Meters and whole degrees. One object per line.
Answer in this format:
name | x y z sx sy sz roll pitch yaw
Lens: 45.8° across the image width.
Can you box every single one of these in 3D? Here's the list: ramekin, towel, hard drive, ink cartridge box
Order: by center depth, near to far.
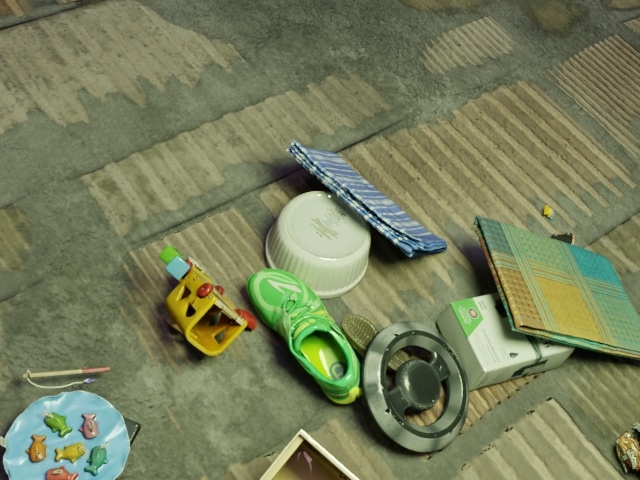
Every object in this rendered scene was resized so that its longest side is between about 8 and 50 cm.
hard drive | -0.368 0.309 1.202 0.135 0.022 0.094 22 52 3
ink cartridge box | 0.350 0.180 1.433 0.208 0.087 0.153 -10 57 -22
ramekin | 0.000 0.000 1.467 0.207 0.109 0.207 6 53 -9
towel | 0.473 0.097 1.470 0.370 0.040 0.271 15 43 -27
towel | 0.103 -0.086 1.514 0.336 0.040 0.243 42 16 17

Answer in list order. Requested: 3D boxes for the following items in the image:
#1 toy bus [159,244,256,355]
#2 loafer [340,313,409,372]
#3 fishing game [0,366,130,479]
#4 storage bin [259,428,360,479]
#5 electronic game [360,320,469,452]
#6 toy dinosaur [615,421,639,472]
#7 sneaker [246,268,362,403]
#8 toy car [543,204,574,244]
toy bus | -0.219 0.116 1.326 0.191 0.202 0.104 42 86 9
loafer | 0.092 0.193 1.371 0.148 0.050 0.056 41 55 2
fishing game | -0.389 0.310 1.157 0.189 0.041 0.264 -2 55 -18
storage bin | -0.012 0.456 1.065 0.262 0.123 0.260 39 75 8
electronic game | 0.169 0.253 1.324 0.229 0.048 0.229 13 64 -28
toy dinosaur | 0.674 0.438 1.316 0.218 0.164 0.322 -39 89 -18
sneaker | -0.022 0.151 1.332 0.109 0.123 0.295 -39 68 -11
toy car | 0.528 -0.027 1.653 0.040 0.060 0.122 27 52 -35
